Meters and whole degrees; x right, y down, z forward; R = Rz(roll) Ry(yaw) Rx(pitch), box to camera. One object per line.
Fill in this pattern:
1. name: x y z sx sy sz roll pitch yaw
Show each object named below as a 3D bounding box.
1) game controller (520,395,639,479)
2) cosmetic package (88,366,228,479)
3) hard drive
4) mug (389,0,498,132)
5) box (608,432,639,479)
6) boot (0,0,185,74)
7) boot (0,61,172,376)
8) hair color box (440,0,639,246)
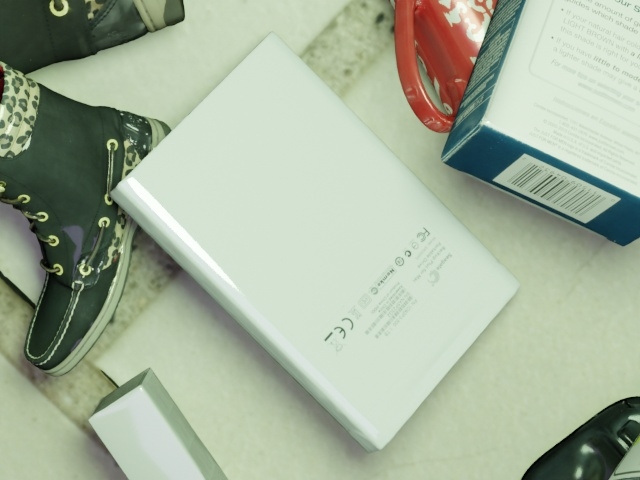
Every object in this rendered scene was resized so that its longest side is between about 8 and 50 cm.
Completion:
1. game controller: 0.318 0.294 1.746 0.166 0.067 0.319 -37 94 17
2. cosmetic package: -0.107 0.229 1.709 0.060 0.099 0.239 -33 94 5
3. hard drive: 0.000 0.000 1.675 0.307 0.040 0.203 45 66 -5
4. mug: 0.123 -0.172 1.653 0.113 0.150 0.169 -29 91 20
5. box: 0.408 0.227 1.682 0.290 0.087 0.169 40 71 -9
6. boot: -0.313 -0.288 1.644 0.284 0.138 0.377 -29 100 2
7. boot: -0.239 -0.019 1.650 0.178 0.085 0.236 24 88 -38
8. hair color box: 0.240 -0.190 1.597 0.174 0.105 0.347 25 70 -9
